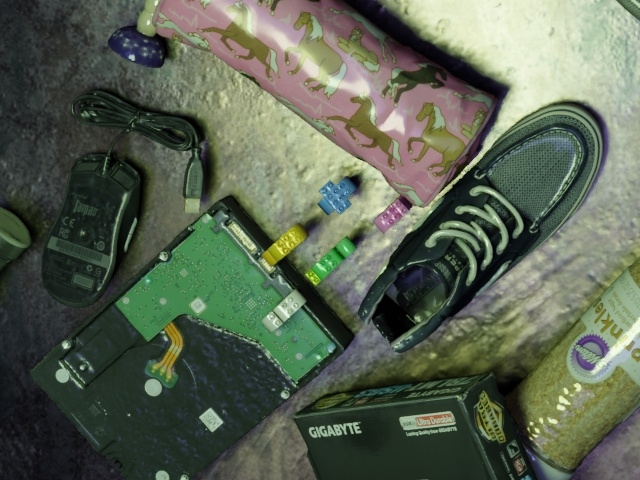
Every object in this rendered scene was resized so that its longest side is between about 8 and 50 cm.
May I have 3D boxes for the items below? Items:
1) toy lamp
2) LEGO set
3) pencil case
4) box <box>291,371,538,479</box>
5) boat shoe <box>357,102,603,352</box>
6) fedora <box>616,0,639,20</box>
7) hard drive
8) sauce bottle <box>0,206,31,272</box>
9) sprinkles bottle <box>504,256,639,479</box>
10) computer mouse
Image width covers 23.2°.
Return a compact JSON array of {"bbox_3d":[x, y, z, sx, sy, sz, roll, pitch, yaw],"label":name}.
[{"bbox_3d":[-0.160,-0.335,1.775,0.080,0.080,0.275,29,110,6],"label":"toy lamp"},{"bbox_3d":[0.000,0.000,1.763,0.227,0.093,0.087,-43,90,-2],"label":"LEGO set"},{"bbox_3d":[0.009,-0.191,1.707,0.386,0.167,0.160,34,128,0],"label":"pencil case"},{"bbox_3d":[0.130,0.307,1.784,0.295,0.073,0.293,-13,103,48],"label":"box"},{"bbox_3d":[0.179,-0.006,1.722,0.127,0.158,0.340,41,109,2],"label":"boat shoe"},{"bbox_3d":[0.416,-0.331,1.605,0.275,0.124,0.244,-8,99,24],"label":"fedora"},{"bbox_3d":[-0.159,0.139,1.890,0.339,0.064,0.237,-42,90,20],"label":"hard drive"},{"bbox_3d":[-0.493,0.093,1.941,0.344,0.111,0.111,-43,90,17],"label":"sauce bottle"},{"bbox_3d":[0.327,0.130,1.738,0.121,0.121,0.355,41,108,2],"label":"sprinkles bottle"},{"bbox_3d":[-0.228,-0.039,1.871,0.184,0.060,0.262,13,94,15],"label":"computer mouse"}]
